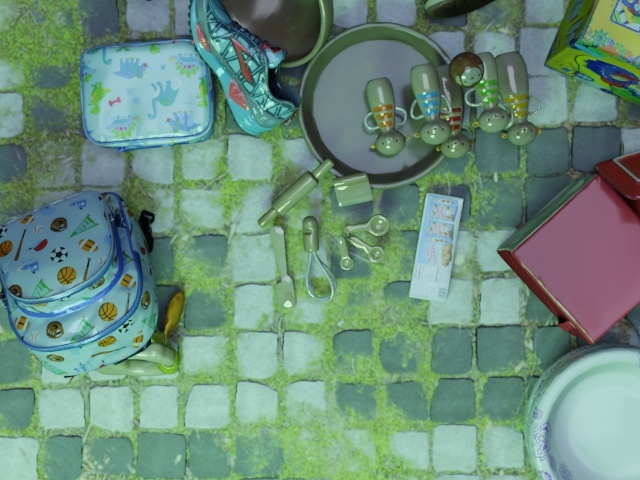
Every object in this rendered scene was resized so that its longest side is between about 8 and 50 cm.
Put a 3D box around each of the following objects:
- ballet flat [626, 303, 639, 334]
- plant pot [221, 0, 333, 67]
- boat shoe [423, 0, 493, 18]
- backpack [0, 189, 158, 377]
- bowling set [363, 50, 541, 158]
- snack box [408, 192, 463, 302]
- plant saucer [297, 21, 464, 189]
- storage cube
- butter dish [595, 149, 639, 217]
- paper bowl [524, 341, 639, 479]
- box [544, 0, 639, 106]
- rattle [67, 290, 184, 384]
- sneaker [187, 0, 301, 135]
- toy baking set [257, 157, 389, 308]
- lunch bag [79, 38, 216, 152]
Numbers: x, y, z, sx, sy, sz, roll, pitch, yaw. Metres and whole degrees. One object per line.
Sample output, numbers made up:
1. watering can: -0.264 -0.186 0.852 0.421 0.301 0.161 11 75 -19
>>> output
1. ballet flat: 0.594 0.182 1.865 0.213 0.072 0.068 47 119 0
2. plant pot: -0.065 -0.408 1.802 0.237 0.237 0.110 44 50 -1
3. boat shoe: 0.278 -0.452 1.839 0.257 0.095 0.095 -23 77 -5
4. backpack: -0.380 0.069 1.759 0.276 0.213 0.263 -25 63 2
5. bowling set: 0.210 -0.206 1.752 0.287 0.200 0.154 -11 92 4
6. snack box: 0.194 0.012 1.877 0.064 0.022 0.178 10 92 1
7. plant saucer: 0.100 -0.223 1.863 0.277 0.041 0.278 0 92 1
8. storage cube: 0.425 0.025 1.796 0.215 0.183 0.193 -43 89 2
9. butter dish: 0.552 -0.079 1.826 0.160 0.160 0.118 -17 116 -3
10. paper bowl: 0.474 0.308 1.820 0.284 0.148 0.284 0 92 0
11. box: 0.532 -0.315 1.733 0.279 0.290 0.177 23 92 1
12. rattle: -0.332 0.162 1.861 0.199 0.130 0.143 -7 82 24
13. sneaker: -0.113 -0.303 1.798 0.125 0.104 0.262 -16 117 25
14. toy baking set: -0.003 -0.006 1.852 0.256 0.030 0.197 -37 95 10
15. lunch bag: -0.283 -0.236 1.841 0.219 0.090 0.176 -5 91 1
